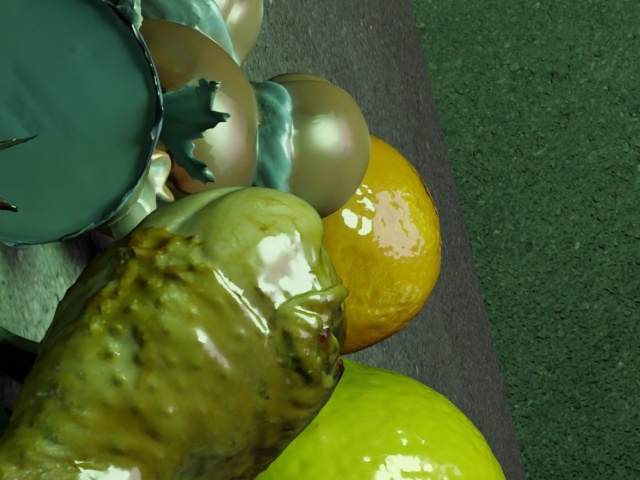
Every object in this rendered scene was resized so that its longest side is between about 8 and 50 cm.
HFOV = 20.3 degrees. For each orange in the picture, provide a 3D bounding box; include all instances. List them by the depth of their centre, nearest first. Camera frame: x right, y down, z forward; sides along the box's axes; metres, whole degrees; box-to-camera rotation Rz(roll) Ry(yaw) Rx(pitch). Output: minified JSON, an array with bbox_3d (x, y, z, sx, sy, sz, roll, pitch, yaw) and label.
[{"bbox_3d":[0.000,0.000,1.827,0.246,0.246,0.246,-12,90,-76],"label":"orange"}]

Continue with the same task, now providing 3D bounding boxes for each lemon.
[{"bbox_3d":[0.015,0.268,1.491,0.336,0.336,0.336,-12,90,-76],"label":"lemon"}]

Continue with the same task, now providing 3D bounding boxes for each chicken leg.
[{"bbox_3d":[-0.136,0.151,1.189,0.409,0.182,0.295,-49,169,-40],"label":"chicken leg"}]

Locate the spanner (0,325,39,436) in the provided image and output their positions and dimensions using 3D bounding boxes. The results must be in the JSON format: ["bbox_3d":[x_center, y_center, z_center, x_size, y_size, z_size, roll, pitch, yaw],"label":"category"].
[{"bbox_3d":[-0.188,0.137,1.354,0.325,0.040,0.096,45,35,-63],"label":"spanner"}]

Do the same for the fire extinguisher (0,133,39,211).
[{"bbox_3d":[-0.258,-0.136,1.171,0.075,0.106,0.252,21,57,-86],"label":"fire extinguisher"}]

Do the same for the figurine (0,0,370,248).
[{"bbox_3d":[-0.140,-0.110,1.392,0.277,0.248,0.388,55,8,10],"label":"figurine"}]
